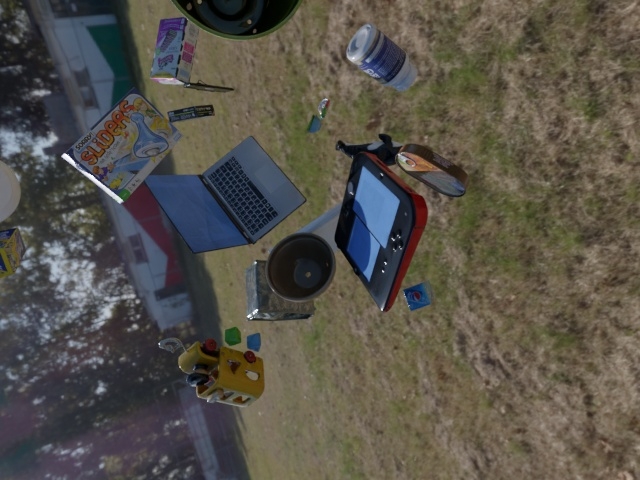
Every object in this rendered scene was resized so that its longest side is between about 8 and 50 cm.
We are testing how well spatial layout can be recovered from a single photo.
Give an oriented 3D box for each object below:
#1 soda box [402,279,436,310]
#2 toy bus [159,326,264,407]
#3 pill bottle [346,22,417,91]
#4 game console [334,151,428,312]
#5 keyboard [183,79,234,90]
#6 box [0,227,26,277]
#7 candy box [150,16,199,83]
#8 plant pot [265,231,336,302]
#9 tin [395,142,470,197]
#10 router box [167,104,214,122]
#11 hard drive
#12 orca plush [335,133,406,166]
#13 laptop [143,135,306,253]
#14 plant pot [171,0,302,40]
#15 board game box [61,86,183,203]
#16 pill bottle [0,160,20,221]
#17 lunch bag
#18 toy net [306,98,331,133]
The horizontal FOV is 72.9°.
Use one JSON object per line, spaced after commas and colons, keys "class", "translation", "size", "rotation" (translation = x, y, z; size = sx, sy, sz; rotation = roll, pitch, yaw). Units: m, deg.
{"class": "soda box", "translation": [0.324, 0.175, 1.407], "size": [0.210, 0.067, 0.071], "rotation": [7, -118, -70]}
{"class": "toy bus", "translation": [-0.214, 0.283, 0.905], "size": [0.190, 0.202, 0.104], "rotation": [86, 173, -46]}
{"class": "pill bottle", "translation": [0.155, -0.438, 1.057], "size": [0.094, 0.169, 0.094], "rotation": [-35, 42, 40]}
{"class": "game console", "translation": [0.149, -0.040, 1.241], "size": [0.386, 0.060, 0.341], "rotation": [-121, 41, -52]}
{"class": "keyboard", "translation": [-0.434, -0.596, 1.659], "size": [0.100, 0.192, 0.038], "rotation": [9, 103, 44]}
{"class": "box", "translation": [-0.649, 0.024, 0.883], "size": [0.169, 0.054, 0.059], "rotation": [30, 132, 59]}
{"class": "candy box", "translation": [-0.562, -0.727, 1.669], "size": [0.159, 0.071, 0.233], "rotation": [13, 95, 32]}
{"class": "plant pot", "translation": [-0.057, 0.101, 1.463], "size": [0.237, 0.237, 0.109], "rotation": [62, -179, 26]}
{"class": "tin", "translation": [0.272, -0.170, 1.053], "size": [0.190, 0.040, 0.106], "rotation": [31, 162, -1]}
{"class": "router box", "translation": [-0.426, -0.418, 1.429], "size": [0.123, 0.092, 0.038], "rotation": [-2, 107, 27]}
{"class": "hard drive", "translation": [0.000, 0.000, 1.615], "size": [0.047, 0.353, 0.233], "rotation": [56, 178, 30]}
{"class": "orca plush", "translation": [0.199, -0.320, 1.625], "size": [0.151, 0.288, 0.102], "rotation": [121, 158, -49]}
{"class": "laptop", "translation": [-0.340, -0.186, 1.562], "size": [0.382, 0.408, 0.236], "rotation": [50, 178, 20]}
{"class": "plant pot", "translation": [-0.242, -0.705, 1.172], "size": [0.353, 0.367, 0.366], "rotation": [-136, 34, -70]}
{"class": "board game box", "translation": [-0.397, -0.195, 0.887], "size": [0.035, 0.201, 0.136], "rotation": [-4, 138, 49]}
{"class": "pill bottle", "translation": [-0.871, -0.123, 1.081], "size": [0.323, 0.182, 0.181], "rotation": [5, 112, 46]}
{"class": "lunch bag", "translation": [-0.163, 0.217, 1.850], "size": [0.169, 0.287, 0.235], "rotation": [-40, 51, 53]}
{"class": "toy net", "translation": [0.003, -0.483, 1.604], "size": [0.232, 0.045, 0.122], "rotation": [-74, 5, -52]}
